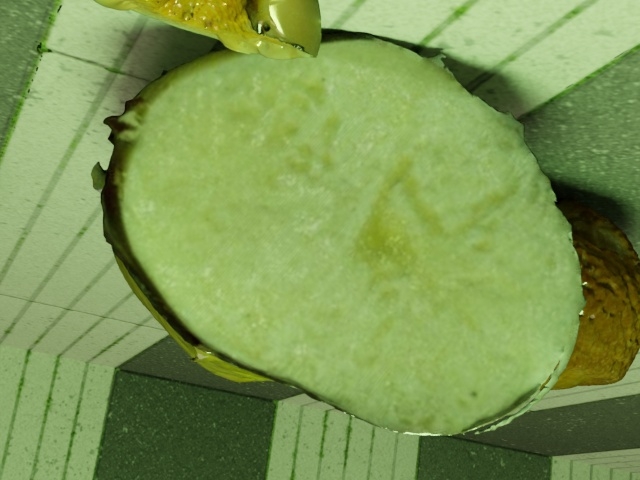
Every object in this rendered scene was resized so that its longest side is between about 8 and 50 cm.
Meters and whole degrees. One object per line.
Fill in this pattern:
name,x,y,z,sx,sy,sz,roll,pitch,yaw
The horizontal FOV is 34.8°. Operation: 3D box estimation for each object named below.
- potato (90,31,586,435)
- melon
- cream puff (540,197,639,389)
potato,0.000,0.000,0.895,0.397,0.290,0.296,17,169,-2
melon,-0.079,-0.178,0.688,0.160,0.079,0.128,13,179,-18
cream puff,0.182,0.050,1.040,0.303,0.212,0.303,1,168,0
